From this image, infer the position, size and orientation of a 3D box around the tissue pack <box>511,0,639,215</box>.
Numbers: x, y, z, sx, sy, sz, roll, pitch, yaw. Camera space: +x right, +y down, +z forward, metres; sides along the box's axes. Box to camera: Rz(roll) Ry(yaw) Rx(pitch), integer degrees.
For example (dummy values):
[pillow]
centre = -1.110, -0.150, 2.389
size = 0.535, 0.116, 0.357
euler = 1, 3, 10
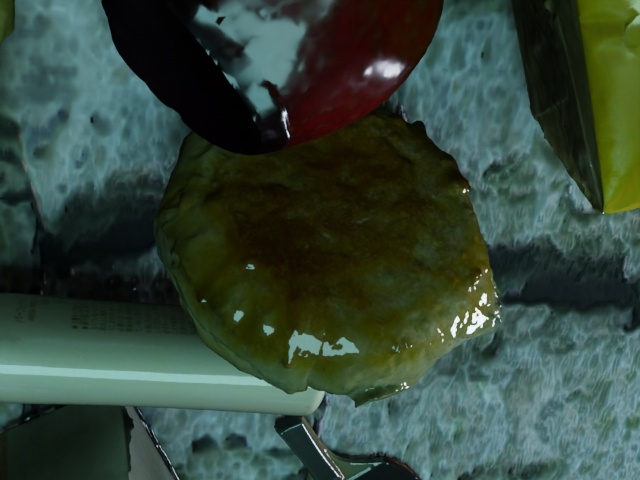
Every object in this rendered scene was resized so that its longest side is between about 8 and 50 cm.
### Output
[tissue pack]
centre = 0.323, -0.217, 0.956
size = 0.381, 0.228, 0.293
euler = -14, 118, 1

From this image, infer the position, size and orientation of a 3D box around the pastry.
[pastry]
centre = -0.001, 0.005, 1.037
size = 0.235, 0.257, 0.121
euler = -10, 150, -17

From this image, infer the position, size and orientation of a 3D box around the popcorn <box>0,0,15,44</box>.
[popcorn]
centre = -0.318, -0.201, 0.891
size = 0.265, 0.225, 0.332
euler = 21, 93, -31

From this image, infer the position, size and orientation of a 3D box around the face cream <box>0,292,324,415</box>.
[face cream]
centre = -0.177, 0.085, 1.092
size = 0.348, 0.173, 0.081
euler = 4, 94, -11

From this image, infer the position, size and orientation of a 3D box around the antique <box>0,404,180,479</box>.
[antique]
centre = -0.195, 0.231, 1.179
size = 0.148, 0.152, 0.147
euler = -24, 122, 2

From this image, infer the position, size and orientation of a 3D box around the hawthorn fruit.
[hawthorn fruit]
centre = -0.021, -0.180, 0.946
size = 0.249, 0.215, 0.215
euler = -35, 119, 0

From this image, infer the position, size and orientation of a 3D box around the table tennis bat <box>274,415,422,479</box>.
[table tennis bat]
centre = 0.025, 0.235, 1.290
size = 0.130, 0.019, 0.220
euler = -30, 121, 7
